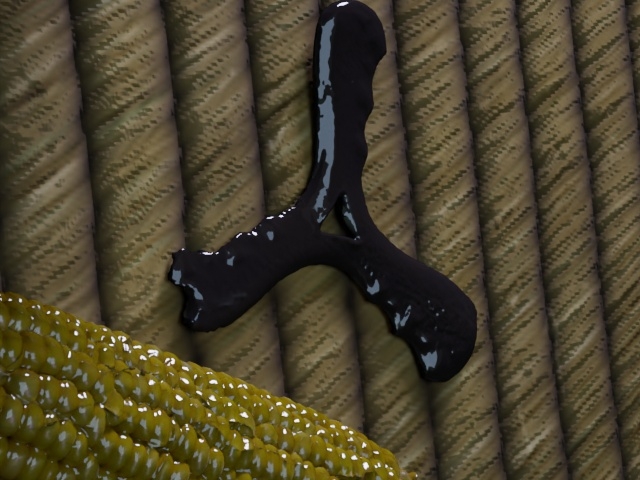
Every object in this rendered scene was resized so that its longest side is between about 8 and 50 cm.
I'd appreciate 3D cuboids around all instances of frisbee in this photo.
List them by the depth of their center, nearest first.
[{"bbox_3d":[0.000,0.000,0.805,0.187,0.012,0.211,-32,107,-37],"label":"frisbee"}]

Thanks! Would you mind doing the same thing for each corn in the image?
[{"bbox_3d":[-0.073,0.097,0.683,0.293,0.106,0.106,27,69,-37],"label":"corn"}]
